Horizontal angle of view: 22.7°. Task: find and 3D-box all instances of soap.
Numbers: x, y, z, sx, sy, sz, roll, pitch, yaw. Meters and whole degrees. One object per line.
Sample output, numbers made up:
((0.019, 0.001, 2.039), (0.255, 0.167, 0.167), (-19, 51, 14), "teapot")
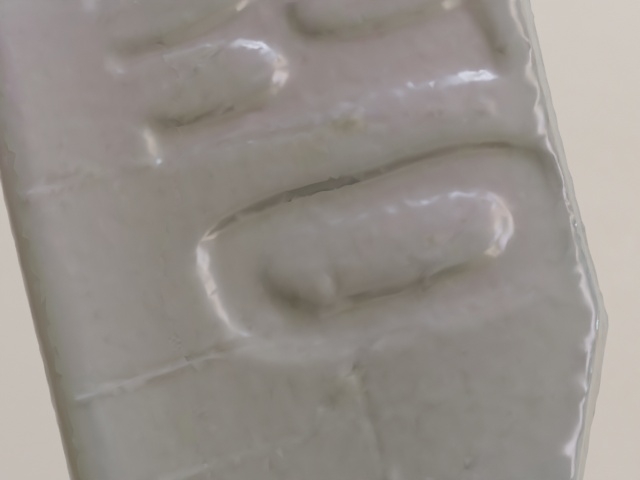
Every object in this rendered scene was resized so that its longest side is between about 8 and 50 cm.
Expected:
((0.000, 0.000, 0.971), (0.213, 0.350, 0.435), (65, 11, -78), "soap")
